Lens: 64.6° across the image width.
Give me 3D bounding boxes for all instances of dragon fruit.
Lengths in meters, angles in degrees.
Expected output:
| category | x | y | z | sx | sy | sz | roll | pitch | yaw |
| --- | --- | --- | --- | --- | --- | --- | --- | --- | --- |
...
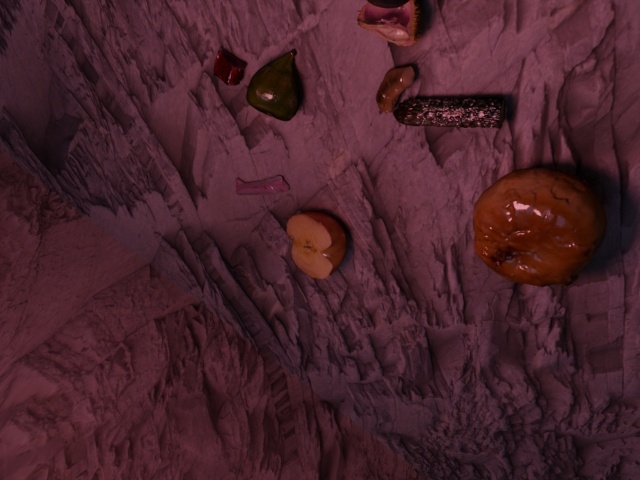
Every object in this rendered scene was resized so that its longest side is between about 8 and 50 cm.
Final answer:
| category | x | y | z | sx | sy | sz | roll | pitch | yaw |
| --- | --- | --- | --- | --- | --- | --- | --- | --- | --- |
| dragon fruit | -0.327 | -0.637 | 1.884 | 0.147 | 0.096 | 0.102 | 53 | 137 | 32 |

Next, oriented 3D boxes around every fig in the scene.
| category | x | y | z | sx | sy | sz | roll | pitch | yaw |
| --- | --- | --- | --- | --- | --- | --- | --- | --- | --- |
| fig | -0.150 | -0.560 | 1.794 | 0.203 | 0.203 | 0.235 | 23 | 97 | 18 |

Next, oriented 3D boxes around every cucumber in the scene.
| category | x | y | z | sx | sy | sz | roll | pitch | yaw |
| --- | --- | --- | --- | --- | --- | --- | --- | --- | --- |
| cucumber | 0.384 | -0.400 | 1.570 | 0.359 | 0.096 | 0.096 | 10 | 132 | 30 |

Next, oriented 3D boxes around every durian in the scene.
| category | x | y | z | sx | sy | sz | roll | pitch | yaw |
| --- | --- | --- | --- | --- | --- | --- | --- | --- | --- |
| durian | 0.212 | -0.633 | 1.457 | 0.182 | 0.132 | 0.165 | -3 | 114 | 51 |

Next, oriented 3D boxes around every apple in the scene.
| category | x | y | z | sx | sy | sz | roll | pitch | yaw |
| --- | --- | --- | --- | --- | --- | --- | --- | --- | --- |
| apple | 0.000 | 0.000 | 2.154 | 0.251 | 0.163 | 0.293 | 20 | 124 | 35 |

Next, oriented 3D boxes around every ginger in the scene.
| category | x | y | z | sx | sy | sz | roll | pitch | yaw |
| --- | --- | --- | --- | --- | --- | --- | --- | --- | --- |
| ginger | 0.233 | -0.486 | 1.616 | 0.095 | 0.069 | 0.190 | 38 | 140 | 7 |

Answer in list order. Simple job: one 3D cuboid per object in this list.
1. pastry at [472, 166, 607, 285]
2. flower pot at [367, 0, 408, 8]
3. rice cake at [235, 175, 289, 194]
| category | x | y | z | sx | sy | sz | roll | pitch | yaw |
| --- | --- | --- | --- | --- | --- | --- | --- | --- | --- |
| pastry | 0.671 | -0.043 | 1.564 | 0.409 | 0.245 | 0.410 | 23 | 138 | 22 |
| flower pot | 0.186 | -0.725 | 1.352 | 0.235 | 0.235 | 0.148 | 26 | 156 | 15 |
| rice cake | -0.265 | -0.238 | 2.216 | 0.290 | 0.051 | 0.081 | 2 | 128 | 34 |
